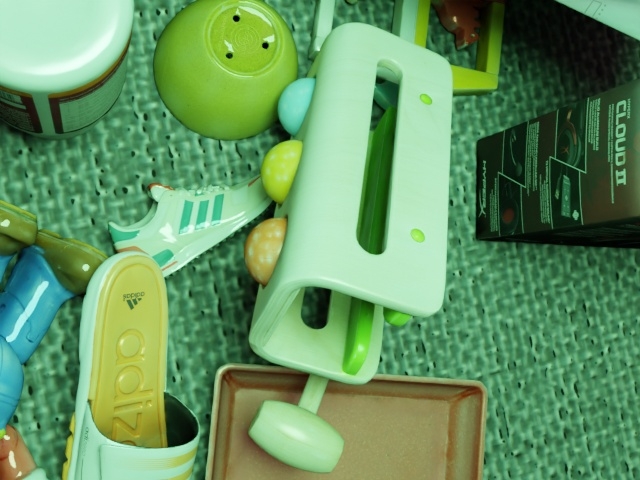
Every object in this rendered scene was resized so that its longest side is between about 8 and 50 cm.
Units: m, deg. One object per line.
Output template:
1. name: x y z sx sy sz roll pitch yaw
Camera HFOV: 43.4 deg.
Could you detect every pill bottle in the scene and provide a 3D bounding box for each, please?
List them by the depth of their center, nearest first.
1. pill bottle: -0.206 -0.146 0.604 0.121 0.221 0.121 1 86 -16

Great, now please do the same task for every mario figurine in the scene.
1. mario figurine: -0.259 0.137 0.598 0.198 0.170 0.320 25 78 -15

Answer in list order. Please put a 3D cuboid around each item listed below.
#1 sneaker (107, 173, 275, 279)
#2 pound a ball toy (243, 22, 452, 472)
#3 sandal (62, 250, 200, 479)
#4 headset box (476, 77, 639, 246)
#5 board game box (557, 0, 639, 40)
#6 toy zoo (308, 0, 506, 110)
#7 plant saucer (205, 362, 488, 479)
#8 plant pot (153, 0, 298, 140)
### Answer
1. sneaker: -0.111 -0.029 0.708 0.161 0.057 0.075 -35 101 -13
2. pound a ball toy: 0.000 0.000 0.664 0.136 0.208 0.319 19 52 -11
3. sandal: -0.144 0.143 0.640 0.102 0.076 0.265 -8 103 -47
4. headset box: 0.300 -0.056 0.705 0.218 0.293 0.110 3 86 -17
5. board game box: 0.211 -0.257 0.538 0.347 0.056 0.208 27 114 5
6. toy zoo: 0.093 -0.261 0.798 0.193 0.030 0.293 8 84 -15
7. plant saucer: 0.018 0.247 0.730 0.259 0.048 0.258 7 84 -16
8. plant pot: -0.076 -0.162 0.709 0.134 0.095 0.134 1 86 -15
